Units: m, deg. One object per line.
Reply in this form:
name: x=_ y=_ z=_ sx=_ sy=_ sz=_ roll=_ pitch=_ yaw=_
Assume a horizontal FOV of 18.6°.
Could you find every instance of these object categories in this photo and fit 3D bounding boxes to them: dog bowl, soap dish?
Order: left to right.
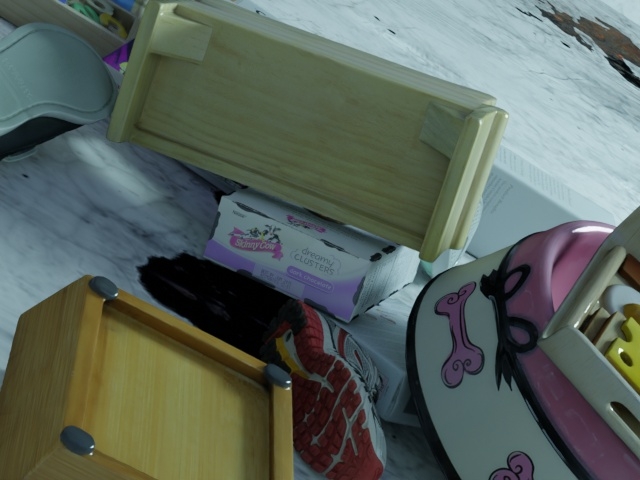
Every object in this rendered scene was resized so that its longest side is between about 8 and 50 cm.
soap dish: x=-0.124 y=0.160 z=1.420 sx=0.229 sy=0.118 sz=0.291 roll=29 pitch=24 yaw=-15
dog bowl: x=0.279 y=0.156 z=1.829 sx=0.408 sy=0.150 sz=0.408 roll=30 pitch=38 yaw=-26

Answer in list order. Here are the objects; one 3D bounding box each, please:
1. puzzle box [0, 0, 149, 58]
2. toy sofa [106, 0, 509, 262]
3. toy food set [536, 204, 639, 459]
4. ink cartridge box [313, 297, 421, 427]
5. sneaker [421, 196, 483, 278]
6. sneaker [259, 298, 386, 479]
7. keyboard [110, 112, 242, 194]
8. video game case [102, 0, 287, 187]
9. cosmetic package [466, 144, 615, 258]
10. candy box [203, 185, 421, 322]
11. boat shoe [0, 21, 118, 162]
puzzle box: x=-0.318 y=-0.339 z=2.259 sx=0.272 sy=0.052 sz=0.409 roll=30 pitch=22 yaw=-11
toy sofa: x=-0.009 y=-0.116 z=1.915 sx=0.363 sy=0.150 sz=0.177 roll=21 pitch=13 yaw=10
toy food set: x=0.325 y=0.098 z=1.718 sx=0.219 sy=0.092 sz=0.306 roll=48 pitch=32 yaw=-1
ink cartridge box: x=0.073 y=0.116 z=1.913 sx=0.189 sy=0.066 sz=0.232 roll=14 pitch=11 yaw=-41
sneaker: x=0.088 y=-0.046 z=2.105 sx=0.151 sy=0.094 sz=0.256 roll=22 pitch=-20 yaw=18
sneaker: x=0.022 y=0.135 z=1.724 sx=0.093 sy=0.088 sz=0.225 roll=24 pitch=24 yaw=-28
keyboard: x=-0.165 y=-0.114 z=2.066 sx=0.256 sy=0.014 sz=0.072 roll=34 pitch=22 yaw=-3
video game case: x=-0.092 y=-0.170 z=2.087 sx=0.210 sy=0.042 sz=0.232 roll=35 pitch=42 yaw=15
cosmetic package: x=0.227 y=-0.031 z=2.325 sx=0.231 sy=0.117 sz=0.085 roll=32 pitch=23 yaw=-11
candy box: x=0.000 y=0.000 z=1.944 sx=0.165 sy=0.070 sz=0.196 roll=25 pitch=19 yaw=15
boat shoe: x=-0.292 y=-0.131 z=1.812 sx=0.114 sy=0.091 sz=0.302 roll=59 pitch=24 yaw=7
